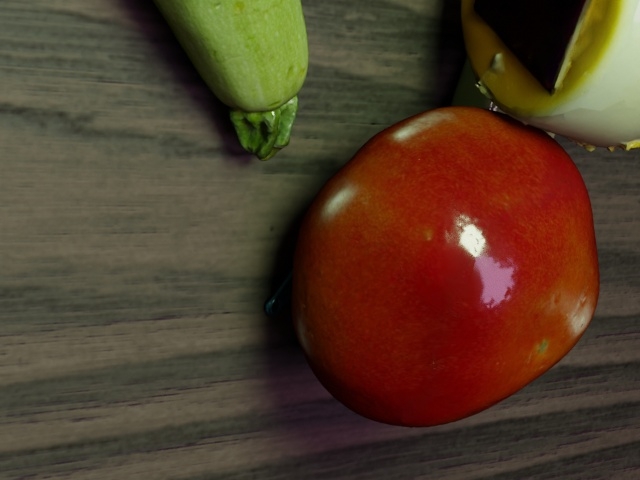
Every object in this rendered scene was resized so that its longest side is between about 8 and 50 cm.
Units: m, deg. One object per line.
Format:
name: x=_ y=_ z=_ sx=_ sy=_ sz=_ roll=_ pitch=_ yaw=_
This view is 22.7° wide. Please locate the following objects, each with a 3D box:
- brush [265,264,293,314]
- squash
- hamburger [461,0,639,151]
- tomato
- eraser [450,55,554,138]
brush: x=0.000 y=0.000 z=1.452 sx=0.164 sy=0.014 sz=0.051 roll=-54 pitch=139 yaw=-10
squash: x=-0.065 y=-0.185 z=1.254 sx=0.137 sy=0.137 sz=0.287 roll=-48 pitch=146 yaw=-17
hamburger: x=0.247 y=-0.218 z=1.334 sx=0.179 sy=0.276 sz=0.294 roll=2 pitch=121 yaw=-25
tomato: x=0.114 y=0.030 z=1.393 sx=0.299 sy=0.226 sz=0.298 roll=-27 pitch=142 yaw=-23
eraser: x=0.191 y=-0.154 z=1.531 sx=0.117 sy=0.058 sz=0.172 roll=10 pitch=102 yaw=-45
